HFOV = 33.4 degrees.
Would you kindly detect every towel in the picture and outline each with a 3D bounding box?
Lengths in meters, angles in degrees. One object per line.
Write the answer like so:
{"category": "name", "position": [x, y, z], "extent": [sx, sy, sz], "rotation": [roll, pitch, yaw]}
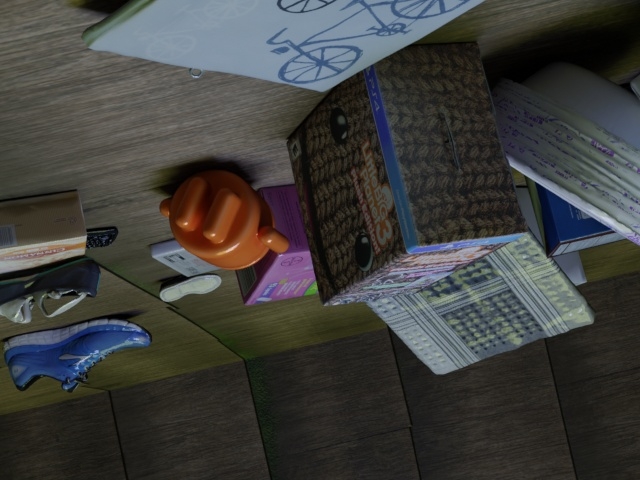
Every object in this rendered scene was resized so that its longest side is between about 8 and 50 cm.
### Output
{"category": "towel", "position": [0.239, 0.081, 1.714], "extent": [0.312, 0.056, 0.324], "rotation": [-23, 132, 24]}

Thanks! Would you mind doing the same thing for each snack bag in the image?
{"category": "snack bag", "position": [-0.001, -0.224, 0.957], "extent": [0.323, 0.037, 0.342], "rotation": [-24, 164, 40]}

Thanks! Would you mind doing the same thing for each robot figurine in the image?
{"category": "robot figurine", "position": [-0.137, -0.028, 1.511], "extent": [0.158, 0.128, 0.219], "rotation": [-17, 167, 8]}

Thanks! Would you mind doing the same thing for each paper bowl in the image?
{"category": "paper bowl", "position": [0.335, -0.117, 1.329], "extent": [0.148, 0.284, 0.284], "rotation": [-59, 155, 9]}

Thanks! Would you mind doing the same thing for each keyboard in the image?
{"category": "keyboard", "position": [-0.412, 0.018, 1.651], "extent": [0.192, 0.038, 0.100], "rotation": [-7, 167, -23]}

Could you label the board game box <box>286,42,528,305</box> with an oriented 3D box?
{"category": "board game box", "position": [0.091, -0.070, 1.291], "extent": [0.141, 0.232, 0.291], "rotation": [-7, 166, -23]}

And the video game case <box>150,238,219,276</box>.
{"category": "video game case", "position": [-0.173, 0.014, 1.908], "extent": [0.206, 0.026, 0.227], "rotation": [-14, 167, 6]}

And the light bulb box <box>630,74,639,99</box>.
{"category": "light bulb box", "position": [0.590, -0.165, 1.162], "extent": [0.361, 0.225, 0.358], "rotation": [-38, 157, 24]}

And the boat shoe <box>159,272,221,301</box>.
{"category": "boat shoe", "position": [-0.259, 0.086, 2.120], "extent": [0.125, 0.038, 0.046], "rotation": [-19, 126, 3]}

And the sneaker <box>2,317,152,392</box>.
{"category": "sneaker", "position": [-0.536, 0.263, 2.394], "extent": [0.330, 0.147, 0.130], "rotation": [-13, 168, -1]}

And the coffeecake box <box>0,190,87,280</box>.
{"category": "coffeecake box", "position": [-0.404, -0.002, 1.487], "extent": [0.142, 0.068, 0.185], "rotation": [-10, 168, -16]}

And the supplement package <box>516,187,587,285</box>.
{"category": "supplement package", "position": [0.335, 0.030, 2.082], "extent": [0.198, 0.199, 0.263], "rotation": [-3, 164, -41]}

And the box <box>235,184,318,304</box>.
{"category": "box", "position": [0.000, 0.000, 1.733], "extent": [0.243, 0.117, 0.213], "rotation": [-8, 159, -23]}

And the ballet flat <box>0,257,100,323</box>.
{"category": "ballet flat", "position": [-0.410, 0.080, 1.527], "extent": [0.203, 0.074, 0.074], "rotation": [-14, 168, 6]}

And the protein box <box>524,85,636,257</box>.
{"category": "protein box", "position": [0.409, -0.101, 1.546], "extent": [0.201, 0.200, 0.136], "rotation": [-13, 169, 1]}
